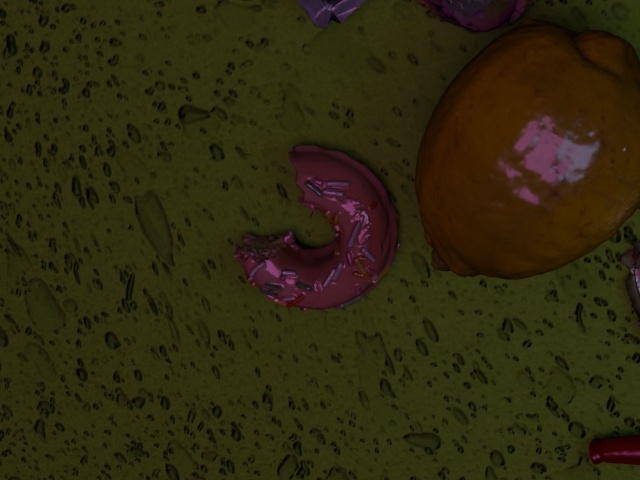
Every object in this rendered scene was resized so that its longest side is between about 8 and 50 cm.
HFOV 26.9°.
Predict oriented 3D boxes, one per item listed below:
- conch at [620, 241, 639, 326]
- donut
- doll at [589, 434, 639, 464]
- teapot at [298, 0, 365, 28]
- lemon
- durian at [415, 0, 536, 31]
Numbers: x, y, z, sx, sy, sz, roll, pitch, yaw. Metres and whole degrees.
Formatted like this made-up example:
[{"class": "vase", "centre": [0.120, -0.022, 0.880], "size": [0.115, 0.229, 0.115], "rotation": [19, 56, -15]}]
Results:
[{"class": "conch", "centre": [0.436, 0.079, 1.692], "size": [0.106, 0.079, 0.170], "rotation": [-45, 75, 17]}, {"class": "donut", "centre": [0.000, 0.000, 1.784], "size": [0.199, 0.085, 0.233], "rotation": [31, 114, 4]}, {"class": "doll", "centre": [0.548, 0.287, 1.715], "size": [0.384, 0.099, 0.188], "rotation": [-14, 103, 26]}, {"class": "teapot", "centre": [0.001, -0.380, 1.625], "size": [0.178, 0.163, 0.221], "rotation": [-29, 96, 14]}, {"class": "lemon", "centre": [0.253, -0.098, 1.582], "size": [0.285, 0.285, 0.316], "rotation": [14, 90, 12]}, {"class": "durian", "centre": [0.188, -0.313, 1.639], "size": [0.187, 0.119, 0.108], "rotation": [2, 143, 17]}]
